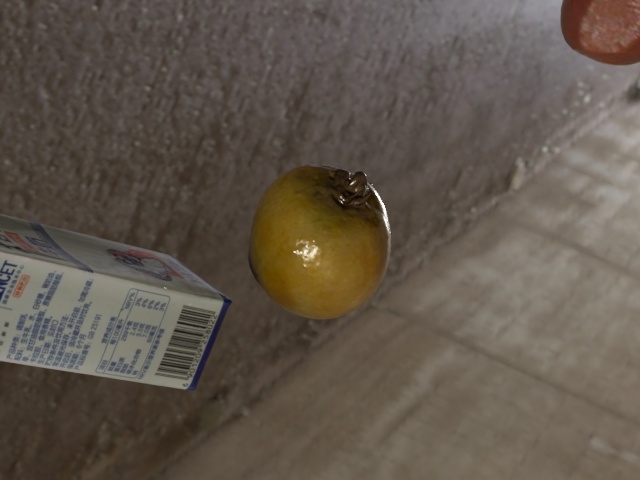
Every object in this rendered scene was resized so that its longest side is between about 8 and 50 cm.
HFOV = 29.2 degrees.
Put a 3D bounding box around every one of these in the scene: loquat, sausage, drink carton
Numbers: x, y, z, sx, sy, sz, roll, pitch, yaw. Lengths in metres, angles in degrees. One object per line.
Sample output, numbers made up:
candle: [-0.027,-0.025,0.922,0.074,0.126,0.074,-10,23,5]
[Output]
loquat: [0.000,0.000,1.192,0.163,0.137,0.163,-162,-90,-85]
sausage: [0.344,-0.272,1.276,0.148,0.148,0.254,-52,178,-37]
drink carton: [-0.250,0.053,1.141,0.315,0.131,0.106,15,101,-42]
